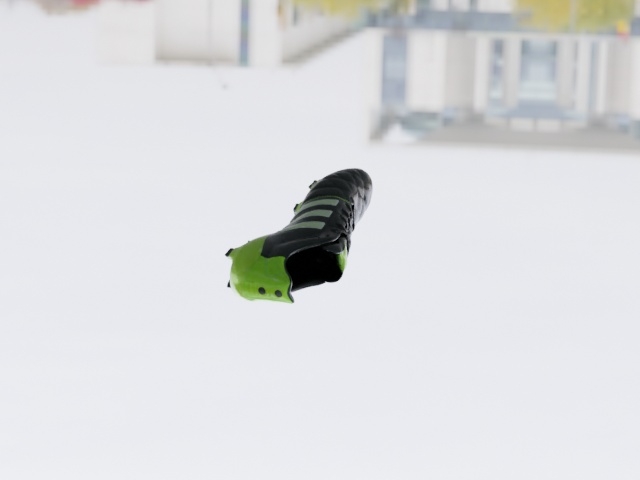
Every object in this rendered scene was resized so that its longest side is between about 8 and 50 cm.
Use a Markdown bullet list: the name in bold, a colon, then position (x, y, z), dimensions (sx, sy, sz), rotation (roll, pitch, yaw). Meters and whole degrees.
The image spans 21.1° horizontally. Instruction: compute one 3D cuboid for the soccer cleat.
- **soccer cleat**: position (0.000, 0.000, 1.316), dimensions (0.072, 0.060, 0.179), rotation (15, -144, 31)
